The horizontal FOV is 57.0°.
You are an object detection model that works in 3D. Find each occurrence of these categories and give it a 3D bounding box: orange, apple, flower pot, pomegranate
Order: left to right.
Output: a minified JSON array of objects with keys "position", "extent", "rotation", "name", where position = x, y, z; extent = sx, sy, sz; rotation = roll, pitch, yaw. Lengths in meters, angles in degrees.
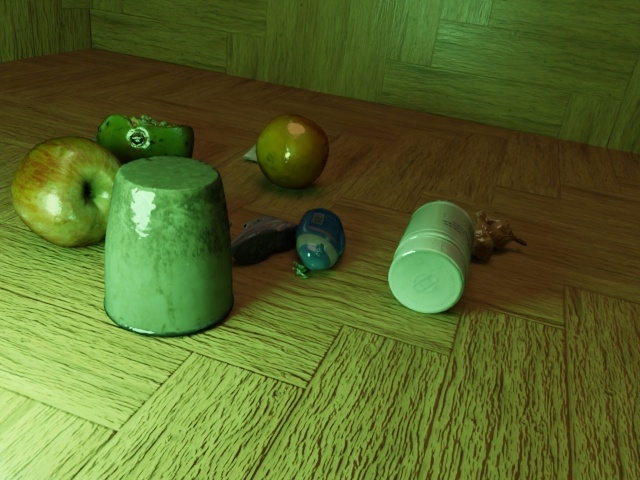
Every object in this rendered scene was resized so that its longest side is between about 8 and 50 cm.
[{"position":[-0.651,-0.125,1.535],"extent":[0.302,0.301,0.301],"rotation":[6,26,-3],"name":"apple"},{"position":[-0.582,-0.292,1.987],"extent":[0.310,0.215,0.358],"rotation":[4,-3,-7],"name":"pomegranate"},{"position":[-0.336,0.002,1.302],"extent":[0.294,0.329,0.293],"rotation":[5,28,-2],"name":"flower pot"},{"position":[-0.100,-0.309,2.058],"extent":[0.261,0.260,0.261],"rotation":[6,26,-3],"name":"orange"}]

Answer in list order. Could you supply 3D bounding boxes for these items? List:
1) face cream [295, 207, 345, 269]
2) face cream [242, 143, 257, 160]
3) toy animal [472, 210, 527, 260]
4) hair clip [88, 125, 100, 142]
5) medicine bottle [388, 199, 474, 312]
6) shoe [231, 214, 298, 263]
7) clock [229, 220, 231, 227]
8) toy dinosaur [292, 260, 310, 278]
[{"position":[0.000,0.000,1.643],"extent":[0.149,0.083,0.264],"rotation":[31,26,-6],"name":"face cream"},{"position":[-0.236,-0.372,2.385],"extent":[0.092,0.058,0.243],"rotation":[14,33,4],"name":"face cream"},{"position":[0.525,0.004,1.775],"extent":[0.184,0.104,0.185],"rotation":[23,25,15],"name":"toy animal"},{"position":[-0.796,-0.358,2.198],"extent":[0.146,0.075,0.257],"rotation":[-9,37,-25],"name":"hair clip"},{"position":[0.297,0.036,1.544],"extent":[0.190,0.189,0.332],"rotation":[14,27,13],"name":"medicine bottle"},{"position":[-0.178,-0.013,1.641],"extent":[0.138,0.095,0.245],"rotation":[22,26,34],"name":"shoe"},{"position":[-0.386,-0.102,1.638],"extent":[0.228,0.090,0.248],"rotation":[33,1,42],"name":"clock"},{"position":[-0.042,0.075,1.571],"extent":[0.083,0.021,0.062],"rotation":[-24,47,-40],"name":"toy dinosaur"}]
